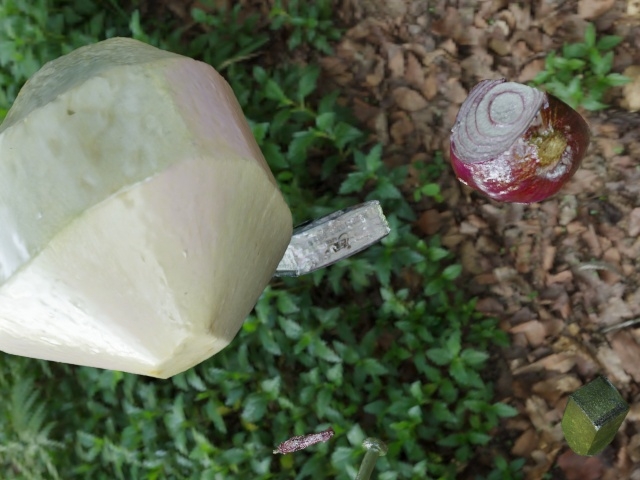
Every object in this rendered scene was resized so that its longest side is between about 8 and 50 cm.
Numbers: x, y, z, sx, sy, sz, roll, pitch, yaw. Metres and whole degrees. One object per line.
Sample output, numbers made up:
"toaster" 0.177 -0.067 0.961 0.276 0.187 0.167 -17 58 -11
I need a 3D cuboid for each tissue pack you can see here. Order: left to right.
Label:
"tissue pack" 0.000 0.000 1.503 0.073 0.173 0.235 65 167 -3

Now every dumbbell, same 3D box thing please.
"dumbbell" 0.084 0.423 1.671 0.046 0.118 0.052 -9 135 45

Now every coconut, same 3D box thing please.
"coconut" -0.143 -0.013 0.676 0.259 0.259 0.259 13 109 44

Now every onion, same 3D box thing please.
"onion" 0.362 -0.161 1.636 0.206 0.207 0.216 -58 27 5

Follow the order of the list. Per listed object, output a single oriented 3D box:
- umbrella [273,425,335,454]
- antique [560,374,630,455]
"umbrella" -0.031 0.339 1.521 0.165 0.027 0.025 -29 74 44
"antique" 0.517 0.348 1.725 0.081 0.080 0.221 56 168 30
